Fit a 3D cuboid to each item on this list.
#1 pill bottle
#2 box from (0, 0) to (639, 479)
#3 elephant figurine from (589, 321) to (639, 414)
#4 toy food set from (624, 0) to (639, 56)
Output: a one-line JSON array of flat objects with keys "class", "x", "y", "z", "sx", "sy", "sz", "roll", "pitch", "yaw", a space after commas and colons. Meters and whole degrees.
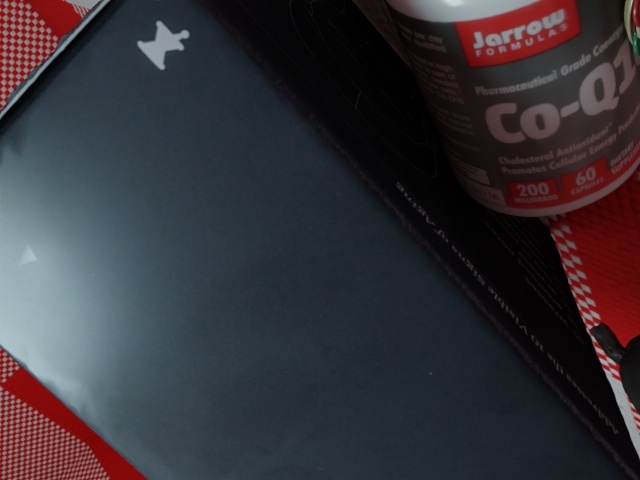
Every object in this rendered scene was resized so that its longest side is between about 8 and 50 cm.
[{"class": "pill bottle", "x": 0.134, "y": -0.162, "z": 0.502, "sx": 0.161, "sy": 0.161, "sz": 0.283, "roll": 32, "pitch": 163, "yaw": 43}, {"class": "box", "x": 0.000, "y": 0.000, "z": 0.686, "sx": 0.480, "sy": 0.297, "sz": 0.472, "roll": 47, "pitch": -160, "yaw": -11}, {"class": "elephant figurine", "x": 0.408, "y": 0.123, "z": 0.675, "sx": 0.239, "sy": 0.185, "sz": 0.170, "roll": 107, "pitch": 160, "yaw": -65}, {"class": "toy food set", "x": 0.217, "y": -0.155, "z": 0.444, "sx": 0.020, "sy": 0.082, "sz": 0.083, "roll": 38, "pitch": 124, "yaw": 39}]
